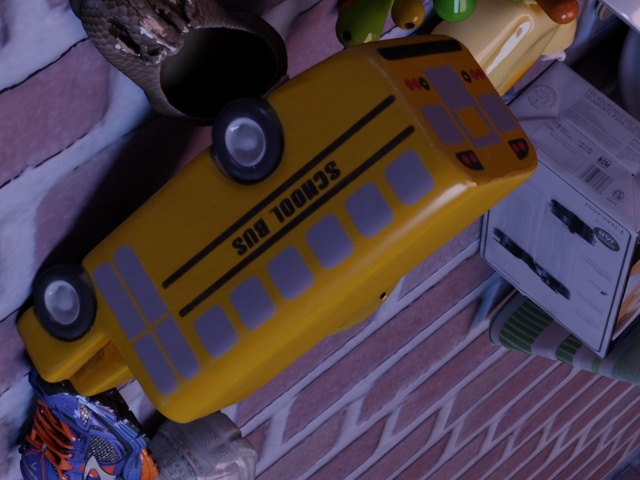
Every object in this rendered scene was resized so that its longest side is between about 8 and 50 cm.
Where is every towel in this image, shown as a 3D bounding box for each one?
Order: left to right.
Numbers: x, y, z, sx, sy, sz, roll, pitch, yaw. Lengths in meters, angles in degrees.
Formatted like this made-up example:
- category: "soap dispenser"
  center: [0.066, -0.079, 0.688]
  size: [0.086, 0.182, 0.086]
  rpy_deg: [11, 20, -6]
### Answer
- category: "towel"
  center: [0.325, 0.045, 1.954]
  size: [0.248, 0.038, 0.325]
  rpy_deg: [-43, -160, -15]

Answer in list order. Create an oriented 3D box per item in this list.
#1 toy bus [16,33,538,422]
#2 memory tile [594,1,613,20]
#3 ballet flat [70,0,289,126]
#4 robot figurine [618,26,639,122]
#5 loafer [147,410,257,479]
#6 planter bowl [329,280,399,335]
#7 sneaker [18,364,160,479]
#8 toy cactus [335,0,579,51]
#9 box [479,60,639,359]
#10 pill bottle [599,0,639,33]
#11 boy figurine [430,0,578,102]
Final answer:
- category: "toy bus"
  center: [-0.036, 0.002, 1.145]
  size: [0.332, 0.130, 0.108]
  rpy_deg: [-39, 168, 32]
- category: "memory tile"
  center: [0.292, -0.255, 1.618]
  size: [0.113, 0.012, 0.148]
  rpy_deg: [-24, 150, -49]
- category: "ballet flat"
  center: [-0.067, -0.103, 1.072]
  size: [0.084, 0.058, 0.250]
  rpy_deg: [-47, 161, 2]
- category: "robot figurine"
  center: [0.384, -0.140, 1.737]
  size: [0.353, 0.199, 0.300]
  rpy_deg: [16, 87, -74]
- category: "loafer"
  center: [-0.123, 0.253, 1.608]
  size: [0.111, 0.112, 0.319]
  rpy_deg: [-32, 149, -26]
- category: "planter bowl"
  center: [0.000, 0.000, 1.304]
  size: [0.217, 0.090, 0.217]
  rpy_deg: [-31, 143, -27]
- category: "sneaker"
  center: [-0.170, 0.143, 1.318]
  size: [0.087, 0.083, 0.221]
  rpy_deg: [-34, 156, -12]
- category: "toy cactus"
  center: [0.091, -0.197, 1.189]
  size: [0.219, 0.112, 0.180]
  rpy_deg: [-29, 146, -22]
- category: "box"
  center: [0.239, -0.022, 1.738]
  size: [0.087, 0.169, 0.290]
  rpy_deg: [-44, 160, -17]
- category: "pill bottle"
  center: [0.283, -0.251, 1.448]
  size: [0.187, 0.112, 0.112]
  rpy_deg: [-51, 161, 9]
- category: "boy figurine"
  center: [0.141, -0.142, 1.400]
  size: [0.177, 0.092, 0.285]
  rpy_deg: [-20, 151, -48]
